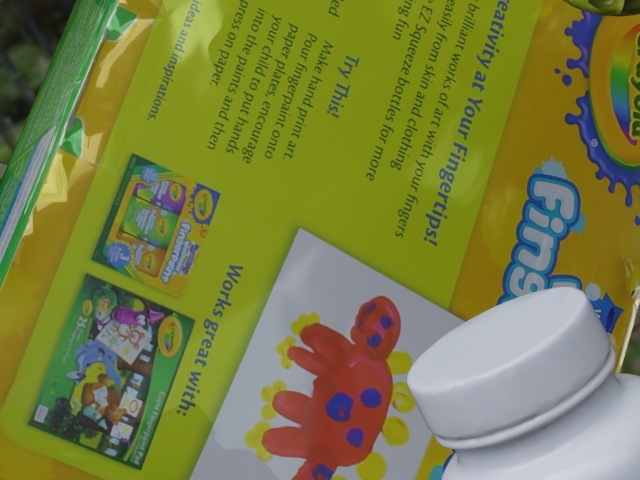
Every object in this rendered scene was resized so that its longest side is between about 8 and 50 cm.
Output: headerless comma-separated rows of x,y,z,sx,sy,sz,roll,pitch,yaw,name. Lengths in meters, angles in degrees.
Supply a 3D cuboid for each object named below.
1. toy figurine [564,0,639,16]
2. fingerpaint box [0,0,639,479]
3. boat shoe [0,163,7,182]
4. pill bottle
0.214,-0.292,0.800,0.362,0.191,0.217,-37,-26,-16,toy figurine
0.000,0.000,1.080,0.163,0.371,0.445,-26,43,64,fingerpaint box
-0.214,0.005,1.181,0.302,0.103,0.113,11,-6,-16,boat shoe
0.115,0.120,0.757,0.112,0.187,0.112,-26,12,6,pill bottle
